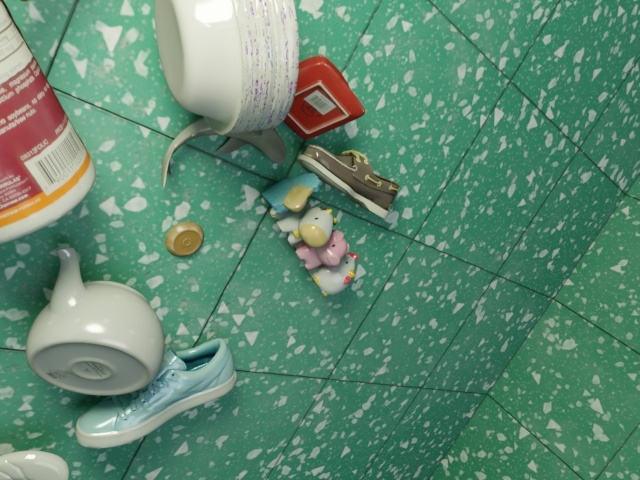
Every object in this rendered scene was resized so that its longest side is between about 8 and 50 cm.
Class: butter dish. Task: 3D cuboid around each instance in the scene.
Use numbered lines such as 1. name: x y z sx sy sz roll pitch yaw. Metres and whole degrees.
1. butter dish: -0.011 -0.299 1.021 0.160 0.118 0.160 -16 144 32

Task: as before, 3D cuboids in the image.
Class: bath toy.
1. bath toy: 0.000 0.000 1.189 0.129 0.151 0.348 -34 135 -5

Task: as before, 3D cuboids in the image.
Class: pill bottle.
1. pill bottle: -0.480 -0.203 0.658 0.224 0.224 0.392 -30 131 -17

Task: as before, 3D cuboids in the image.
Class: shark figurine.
1. shark figurine: -0.171 -0.195 0.968 0.278 0.116 0.166 -14 124 -31

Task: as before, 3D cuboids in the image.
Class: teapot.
1. teapot: -0.409 0.167 0.988 0.253 0.187 0.256 20 133 -23

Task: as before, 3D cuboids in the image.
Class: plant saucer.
1. plant saucer: -0.280 0.001 1.080 0.084 0.015 0.083 -19 128 -26

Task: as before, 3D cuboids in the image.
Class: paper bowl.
1. paper bowl: -0.157 -0.304 0.787 0.148 0.284 0.284 -14 125 -25

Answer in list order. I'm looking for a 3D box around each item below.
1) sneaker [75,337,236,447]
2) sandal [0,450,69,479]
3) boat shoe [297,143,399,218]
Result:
1. sneaker: -0.364 0.315 1.156 0.366 0.135 0.150 -20 121 -36
2. sandal: -0.709 0.533 1.063 0.416 0.102 0.169 -32 118 1
3. boat shoe: 0.074 -0.148 1.177 0.324 0.117 0.096 27 96 -47
